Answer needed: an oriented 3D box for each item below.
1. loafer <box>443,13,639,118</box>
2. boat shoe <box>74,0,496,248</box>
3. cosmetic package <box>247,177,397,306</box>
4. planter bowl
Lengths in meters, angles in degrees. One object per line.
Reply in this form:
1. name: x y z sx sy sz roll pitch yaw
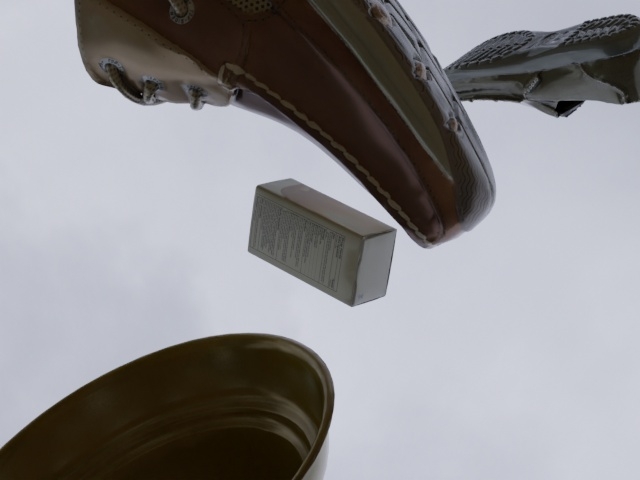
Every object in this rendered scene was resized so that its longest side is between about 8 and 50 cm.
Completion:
1. loafer: 0.210 -0.152 1.457 0.094 0.251 0.087 -35 -69 -35
2. boat shoe: -0.053 -0.113 0.678 0.116 0.123 0.324 -43 -99 12
3. cosmetic package: 0.000 0.000 1.149 0.115 0.060 0.041 28 -151 36
4. planter bowl: -0.076 0.146 0.755 0.217 0.090 0.217 -21 -154 11
